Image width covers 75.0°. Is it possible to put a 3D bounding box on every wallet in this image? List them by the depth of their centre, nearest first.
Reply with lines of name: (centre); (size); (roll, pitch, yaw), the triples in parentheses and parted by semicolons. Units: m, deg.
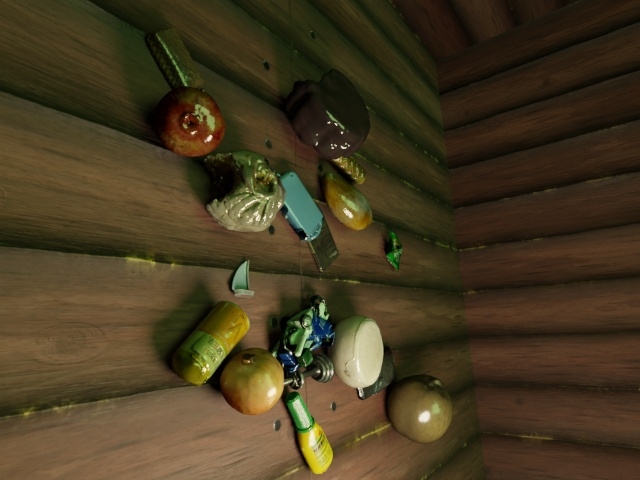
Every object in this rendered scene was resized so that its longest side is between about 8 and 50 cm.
wallet: (0.256, 0.607, 1.918); (0.317, 0.045, 0.173); (-4, 82, -54)

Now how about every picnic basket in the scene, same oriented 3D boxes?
picnic basket: (-0.433, -0.540, 1.255); (0.194, 0.054, 0.110); (61, 38, -21)

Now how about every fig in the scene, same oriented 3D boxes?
fig: (-0.368, -0.338, 1.187); (0.205, 0.205, 0.206); (20, 65, -51)

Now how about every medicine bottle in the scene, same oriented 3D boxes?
medicine bottle: (-0.303, 0.283, 1.151); (0.124, 0.124, 0.239); (63, 36, -22)
medicine bottle: (-0.045, 0.662, 1.450); (0.111, 0.076, 0.309); (-42, 114, -52)

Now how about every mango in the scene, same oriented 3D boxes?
mango: (0.115, -0.172, 1.853); (0.316, 0.146, 0.193); (47, 38, -28)

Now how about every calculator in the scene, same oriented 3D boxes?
calculator: (-0.090, -0.133, 1.609); (0.293, 0.051, 0.173); (56, 43, -20)

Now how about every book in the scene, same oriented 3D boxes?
book: (0.000, 0.000, 1.742); (0.160, 0.024, 0.229); (-42, 115, -50)

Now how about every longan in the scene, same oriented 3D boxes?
longan: (0.466, 0.779, 1.948); (0.318, 0.318, 0.320); (20, 65, -51)

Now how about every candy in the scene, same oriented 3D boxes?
candy: (0.397, 0.058, 2.249); (0.141, 0.078, 0.203); (-62, 143, -28)

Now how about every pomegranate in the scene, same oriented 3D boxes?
pomegranate: (-0.193, 0.402, 1.210); (0.191, 0.191, 0.192); (20, 65, -51)

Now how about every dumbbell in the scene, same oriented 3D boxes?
dumbbell: (-0.049, 0.473, 1.479); (0.254, 0.110, 0.111); (-1, 82, -49)

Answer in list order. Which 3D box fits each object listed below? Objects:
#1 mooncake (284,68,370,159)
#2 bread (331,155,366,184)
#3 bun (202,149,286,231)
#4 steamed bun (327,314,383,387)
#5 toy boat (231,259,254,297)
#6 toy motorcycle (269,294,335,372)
mooncake: (0.039, -0.518, 1.743); (0.381, 0.212, 0.351); (-22, 76, -50)
bread: (0.129, -0.358, 1.974); (0.087, 0.098, 0.269); (-51, 135, 3)
bun: (-0.224, -0.162, 1.313); (0.281, 0.204, 0.282); (21, 64, -53)
steamed bun: (0.129, 0.438, 1.668); (0.282, 0.177, 0.284); (14, 73, -57)
toy boat: (-0.254, 0.121, 1.351); (0.096, 0.034, 0.122); (18, 58, -52)
toy motorcycle: (-0.045, 0.340, 1.507); (0.331, 0.125, 0.197); (-40, 113, -56)
